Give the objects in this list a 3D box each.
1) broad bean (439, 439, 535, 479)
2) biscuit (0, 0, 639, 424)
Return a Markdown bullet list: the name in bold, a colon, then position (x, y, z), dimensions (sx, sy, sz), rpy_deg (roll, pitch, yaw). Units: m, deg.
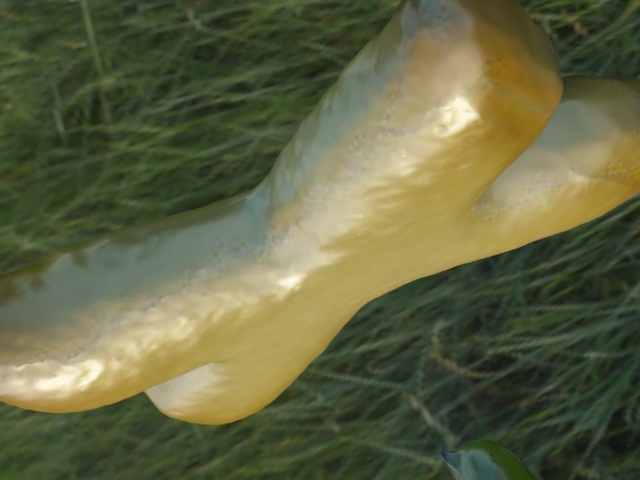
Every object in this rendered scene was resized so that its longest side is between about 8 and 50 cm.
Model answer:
- **broad bean**: position (0.111, 0.217, 0.627), dimensions (0.060, 0.043, 0.297), rpy_deg (-27, 70, 9)
- **biscuit**: position (0.001, 0.000, 0.485), dimensions (0.208, 0.164, 0.047), rpy_deg (-32, 64, 24)
